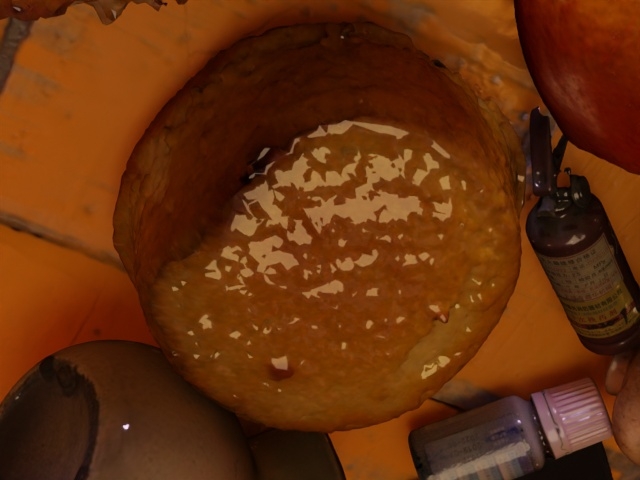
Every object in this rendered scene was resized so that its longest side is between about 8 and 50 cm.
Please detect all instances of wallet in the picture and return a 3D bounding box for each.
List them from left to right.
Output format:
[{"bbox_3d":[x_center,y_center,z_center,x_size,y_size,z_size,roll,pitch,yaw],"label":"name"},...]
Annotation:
[{"bbox_3d":[0.204,0.287,1.239,0.244,0.025,0.124,-19,120,7],"label":"wallet"}]

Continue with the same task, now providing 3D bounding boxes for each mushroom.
[{"bbox_3d":[0.350,0.151,1.107,0.166,0.127,0.166,-23,124,-39],"label":"mushroom"}]

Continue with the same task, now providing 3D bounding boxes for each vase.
[{"bbox_3d":[-0.180,0.261,1.050,0.329,0.241,0.302,-44,136,15],"label":"vase"}]

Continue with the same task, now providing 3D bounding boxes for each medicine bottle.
[{"bbox_3d":[0.196,0.204,1.155,0.203,0.083,0.083,-21,120,9],"label":"medicine bottle"}]

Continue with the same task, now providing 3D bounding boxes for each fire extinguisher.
[{"bbox_3d":[0.233,-0.007,1.037,0.075,0.106,0.252,-22,128,17],"label":"fire extinguisher"}]

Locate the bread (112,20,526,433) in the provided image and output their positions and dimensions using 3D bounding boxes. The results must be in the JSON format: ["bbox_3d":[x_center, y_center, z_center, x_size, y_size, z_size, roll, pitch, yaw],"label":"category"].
[{"bbox_3d":[-0.001,0.003,0.952,0.337,0.204,0.358,35,114,-18],"label":"bread"}]

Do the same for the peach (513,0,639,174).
[{"bbox_3d":[0.312,-0.216,0.829,0.306,0.242,0.380,4,120,-13],"label":"peach"}]

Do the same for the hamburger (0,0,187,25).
[{"bbox_3d":[-0.103,-0.304,0.730,0.445,0.268,0.287,-10,117,2],"label":"hamburger"}]
